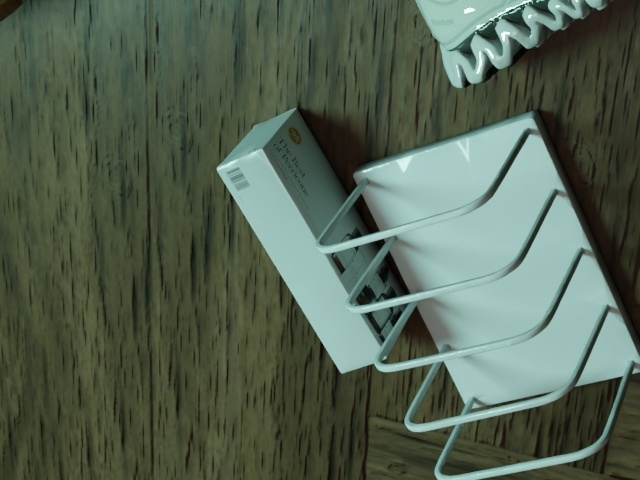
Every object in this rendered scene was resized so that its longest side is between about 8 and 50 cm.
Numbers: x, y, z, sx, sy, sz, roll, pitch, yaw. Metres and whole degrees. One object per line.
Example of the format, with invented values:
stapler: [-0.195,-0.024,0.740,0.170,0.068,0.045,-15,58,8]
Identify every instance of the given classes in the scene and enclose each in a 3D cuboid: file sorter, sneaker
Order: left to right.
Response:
file sorter: [0.147,0.062,1.459,0.192,0.173,0.278,-16,112,30]
sneaker: [0.198,-0.238,1.311,0.292,0.110,0.118,-30,95,33]

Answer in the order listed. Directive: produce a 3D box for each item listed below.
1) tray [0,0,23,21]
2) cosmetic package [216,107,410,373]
tray: [-0.500,-0.272,1.563,0.410,0.076,0.203,-7,119,35]
cosmetic package: [0.000,0.000,1.530,0.060,0.099,0.239,-22,109,28]
